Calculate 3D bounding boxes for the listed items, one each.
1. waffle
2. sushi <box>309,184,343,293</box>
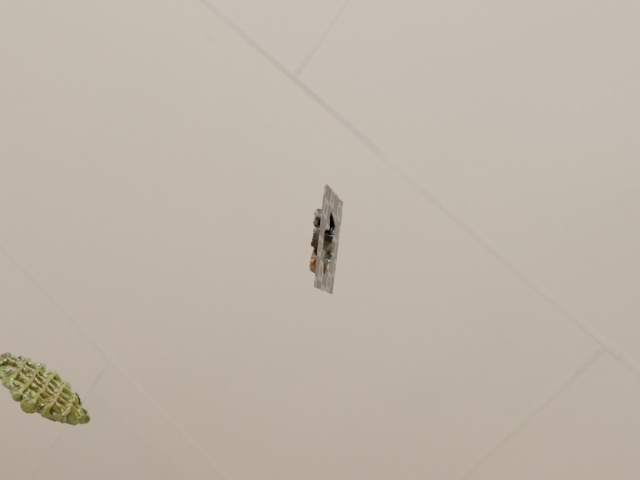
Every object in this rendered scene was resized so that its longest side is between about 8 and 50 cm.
[{"bbox_3d":[-0.497,0.267,1.216,0.183,0.169,0.036,36,-93,39],"label":"waffle"},{"bbox_3d":[0.000,0.000,1.410,0.040,0.193,0.210,5,-99,14],"label":"sushi"}]
